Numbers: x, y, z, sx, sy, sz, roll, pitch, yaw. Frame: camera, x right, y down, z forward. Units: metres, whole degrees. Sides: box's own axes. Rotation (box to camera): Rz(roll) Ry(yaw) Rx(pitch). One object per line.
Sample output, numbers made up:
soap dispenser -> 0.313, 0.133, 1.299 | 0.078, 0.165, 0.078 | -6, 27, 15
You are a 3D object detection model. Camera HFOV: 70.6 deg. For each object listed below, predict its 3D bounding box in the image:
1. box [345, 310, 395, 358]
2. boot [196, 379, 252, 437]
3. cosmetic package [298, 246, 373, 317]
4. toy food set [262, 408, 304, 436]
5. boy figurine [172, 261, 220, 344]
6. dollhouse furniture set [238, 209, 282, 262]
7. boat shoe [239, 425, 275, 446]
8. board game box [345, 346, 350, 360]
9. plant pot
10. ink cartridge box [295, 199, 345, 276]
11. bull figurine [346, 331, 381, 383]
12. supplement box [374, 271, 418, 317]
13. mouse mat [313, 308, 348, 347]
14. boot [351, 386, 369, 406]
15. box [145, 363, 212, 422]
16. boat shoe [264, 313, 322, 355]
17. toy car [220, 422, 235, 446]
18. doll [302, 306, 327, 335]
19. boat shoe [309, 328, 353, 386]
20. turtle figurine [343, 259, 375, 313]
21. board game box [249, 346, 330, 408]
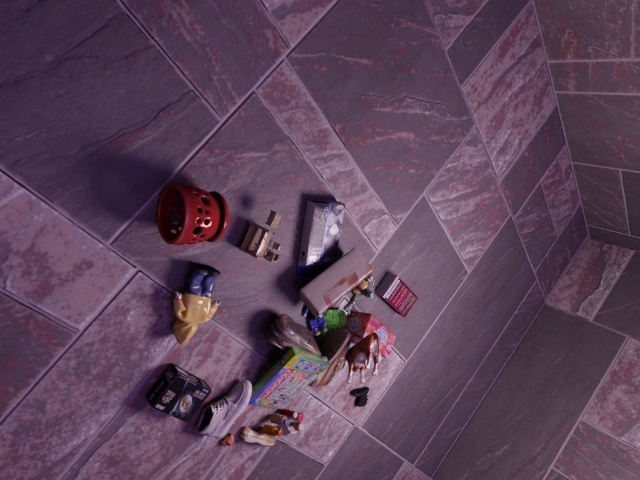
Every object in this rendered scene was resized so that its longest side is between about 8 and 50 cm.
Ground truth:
box -> 0.238, 0.453, 2.173 | 0.257, 0.128, 0.123 | 46, 59, -39
boot -> -0.383, 0.665, 1.795 | 0.123, 0.095, 0.258 | 36, 84, -47
cosmetic package -> 0.063, 0.178, 1.893 | 0.296, 0.129, 0.153 | -37, 170, -14
toy food set -> -0.138, 0.819, 2.019 | 0.232, 0.104, 0.111 | 23, 68, -43
boy figurine -> -0.440, 0.229, 1.597 | 0.177, 0.092, 0.285 | 13, 98, -41
dollhouse furniture set -> -0.204, -0.023, 1.714 | 0.182, 0.101, 0.161 | -66, 156, 0
boat shoe -> -0.266, 0.854, 1.984 | 0.190, 0.068, 0.072 | 33, 69, -42
board game box -> 0.074, 0.515, 2.146 | 0.133, 0.033, 0.169 | -28, 116, -23
plant pot -> -0.405, -0.078, 1.452 | 0.174, 0.191, 0.191 | 5, 103, -47
ink cartridge box -> 0.000, 0.000, 1.880 | 0.165, 0.065, 0.333 | -3, 109, -38
bull figurine -> 0.181, 0.529, 2.019 | 0.101, 0.189, 0.310 | 13, 140, -13
supplement box -> 0.385, 0.275, 2.275 | 0.130, 0.073, 0.239 | -53, 129, -9
mouse mat -> 0.046, 0.404, 2.070 | 0.152, 0.007, 0.190 | 5, 101, -22
boot -> 0.203, 0.820, 2.352 | 0.121, 0.045, 0.099 | 0, 109, -39
box -> -0.519, 0.562, 1.663 | 0.147, 0.077, 0.180 | -51, 130, -11
boat shoe -> -0.117, 0.431, 1.923 | 0.130, 0.132, 0.355 | -34, 133, 7
toy car -> -0.384, 0.807, 1.884 | 0.060, 0.040, 0.122 | -12, 114, -35
doll -> -0.016, 0.319, 1.992 | 0.129, 0.046, 0.189 | -21, 112, -21
boat shoe -> 0.054, 0.535, 2.052 | 0.116, 0.123, 0.324 | 25, 110, -31
turtle figurine -> 0.172, 0.211, 2.041 | 0.234, 0.175, 0.118 | -44, 152, -6
board game box -> -0.138, 0.591, 1.919 | 0.213, 0.046, 0.317 | 28, 111, -41
